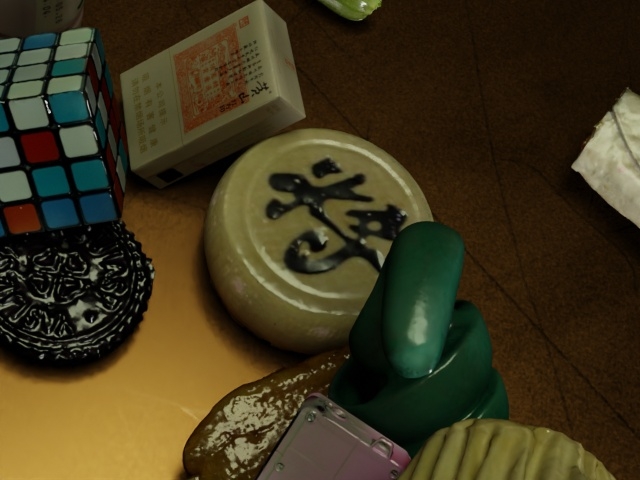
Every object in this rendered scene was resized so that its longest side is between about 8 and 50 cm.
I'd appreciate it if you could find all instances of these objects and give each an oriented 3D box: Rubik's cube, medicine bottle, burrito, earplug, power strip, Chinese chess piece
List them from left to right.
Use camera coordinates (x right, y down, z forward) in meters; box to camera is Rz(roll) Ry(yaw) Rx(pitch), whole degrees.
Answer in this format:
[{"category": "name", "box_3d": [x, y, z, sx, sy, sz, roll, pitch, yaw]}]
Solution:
[{"category": "medicine bottle", "box_3d": [-0.321, -0.295, 1.156, 0.133, 0.250, 0.133, 8, 58, -12]}, {"category": "Rubik's cube", "box_3d": [-0.287, -0.110, 1.070, 0.154, 0.151, 0.155, -9, 35, -1]}, {"category": "power strip", "box_3d": [-0.030, 0.266, 0.937, 0.109, 0.279, 0.037, 33, 15, 5]}, {"category": "Chinese chess piece", "box_3d": [0.000, 0.000, 1.165, 0.257, 0.104, 0.257, 7, 60, -12]}, {"category": "earplug", "box_3d": [0.101, 0.109, 0.941, 0.164, 0.257, 0.280, -41, 113, -22]}, {"category": "burrito", "box_3d": [0.452, -0.046, 1.324, 0.299, 0.105, 0.143, 43, 68, 9]}]

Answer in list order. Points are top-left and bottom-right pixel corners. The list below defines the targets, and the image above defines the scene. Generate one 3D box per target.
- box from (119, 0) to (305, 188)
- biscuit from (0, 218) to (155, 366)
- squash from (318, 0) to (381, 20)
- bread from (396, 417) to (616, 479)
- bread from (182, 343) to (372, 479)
[{"category": "box", "box_3d": [-0.124, -0.161, 1.179, 0.201, 0.058, 0.141, -22, 61, 22]}, {"category": "biscuit", "box_3d": [-0.268, 0.040, 1.094, 0.194, 0.053, 0.195, 7, 60, -13]}, {"category": "squash", "box_3d": [-0.020, -0.370, 1.395, 0.239, 0.069, 0.069, 37, 58, 7]}, {"category": "bread", "box_3d": [0.170, 0.319, 0.894, 0.389, 0.236, 0.183, 58, 41, -33]}, {"category": "bread", "box_3d": [-0.013, 0.186, 1.063, 0.344, 0.084, 0.124, -20, 79, -23]}]
